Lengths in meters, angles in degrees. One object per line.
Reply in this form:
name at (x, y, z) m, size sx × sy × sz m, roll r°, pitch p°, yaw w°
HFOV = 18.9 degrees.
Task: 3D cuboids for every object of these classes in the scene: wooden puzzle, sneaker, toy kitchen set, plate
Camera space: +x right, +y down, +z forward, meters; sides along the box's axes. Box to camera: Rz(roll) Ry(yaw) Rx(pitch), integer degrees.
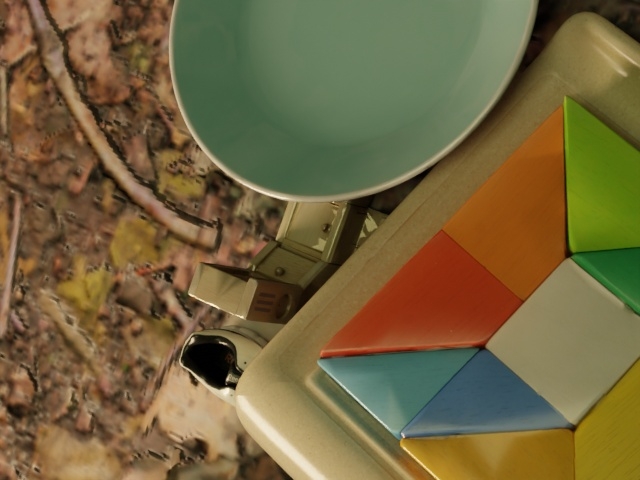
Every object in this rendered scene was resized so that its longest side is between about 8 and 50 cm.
wooden puzzle at (0.105, 0.049, 0.787) m, size 0.221 × 0.044 × 0.238 m, roll 42°, pitch 92°, yaw 27°
sneaker at (-0.020, 0.073, 0.884) m, size 0.109 × 0.044 × 0.040 m, roll 25°, pitch 96°, yaw 28°
toy kitchen set at (0.000, 0.000, 0.860) m, size 0.068 × 0.075 × 0.083 m, roll 22°, pitch 95°, yaw 29°
plate at (0.016, -0.104, 0.878) m, size 0.188 × 0.024 × 0.188 m, roll -10°, pitch 69°, yaw 25°
